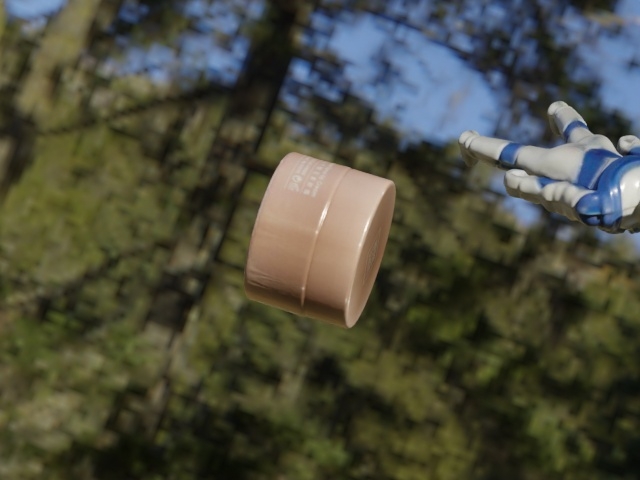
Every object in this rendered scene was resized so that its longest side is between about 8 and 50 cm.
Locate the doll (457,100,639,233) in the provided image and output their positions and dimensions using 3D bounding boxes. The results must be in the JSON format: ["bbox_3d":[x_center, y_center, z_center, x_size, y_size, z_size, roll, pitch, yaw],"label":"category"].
[{"bbox_3d":[0.188,-0.036,1.306,0.114,0.057,0.227,-14,24,-26],"label":"doll"}]

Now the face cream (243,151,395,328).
[{"bbox_3d":[0.000,0.000,1.877,0.104,0.149,0.149,17,-11,10],"label":"face cream"}]
